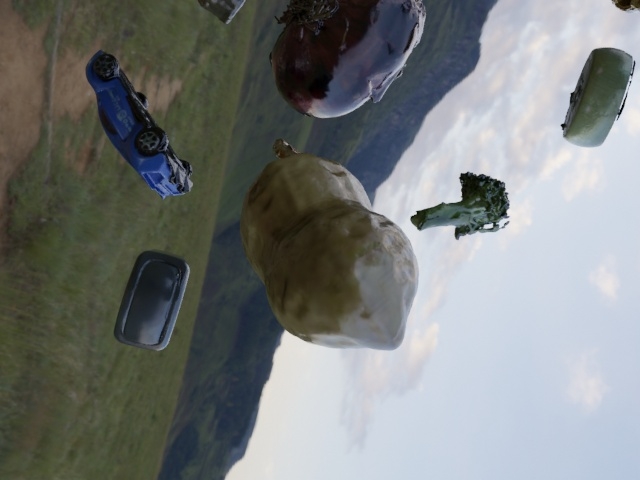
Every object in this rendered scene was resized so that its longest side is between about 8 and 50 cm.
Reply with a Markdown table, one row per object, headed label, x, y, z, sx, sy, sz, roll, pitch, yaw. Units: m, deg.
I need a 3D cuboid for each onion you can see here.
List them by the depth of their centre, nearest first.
| label | x | y | z | sx | sy | sz | roll | pitch | yaw |
| --- | --- | --- | --- | --- | --- | --- | --- | --- | --- |
| onion | 0.036 | -0.318 | 0.857 | 0.281 | 0.221 | 0.281 | -39 | 141 | -41 |

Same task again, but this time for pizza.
| label | x | y | z | sx | sy | sz | roll | pitch | yaw |
| --- | --- | --- | --- | --- | --- | --- | --- | --- | --- |
| pizza | -0.061 | -0.202 | 1.538 | 0.069 | 0.154 | 0.194 | -45 | -147 | 12 |

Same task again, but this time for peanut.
| label | x | y | z | sx | sy | sz | roll | pitch | yaw |
| --- | --- | --- | --- | --- | --- | --- | --- | --- | --- |
| peanut | 0.000 | 0.000 | 0.631 | 0.387 | 0.169 | 0.192 | -129 | -159 | -63 |

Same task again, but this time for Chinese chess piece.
| label | x | y | z | sx | sy | sz | roll | pitch | yaw |
| --- | --- | --- | --- | --- | --- | --- | --- | --- | --- |
| Chinese chess piece | 0.532 | -0.275 | 1.052 | 0.188 | 0.083 | 0.189 | 17 | 90 | -74 |

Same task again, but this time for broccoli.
| label | x | y | z | sx | sy | sz | roll | pitch | yaw |
| --- | --- | --- | --- | --- | --- | --- | --- | --- | --- |
| broccoli | 0.374 | -0.077 | 1.494 | 0.198 | 0.274 | 0.177 | 71 | -4 | -70 |

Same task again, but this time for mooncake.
| label | x | y | z | sx | sy | sz | roll | pitch | yaw |
| --- | --- | --- | --- | --- | --- | --- | --- | --- | --- |
| mooncake | -0.236 | -0.681 | 1.384 | 0.228 | 0.124 | 0.228 | -44 | -147 | 39 |

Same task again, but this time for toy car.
| label | x | y | z | sx | sy | sz | roll | pitch | yaw |
| --- | --- | --- | --- | --- | --- | --- | --- | --- | --- |
| toy car | -0.232 | -0.143 | 0.672 | 0.063 | 0.216 | 0.103 | -35 | 163 | -4 |

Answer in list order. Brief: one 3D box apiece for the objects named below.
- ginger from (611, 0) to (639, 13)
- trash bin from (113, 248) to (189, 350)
| label | x | y | z | sx | sy | sz | roll | pitch | yaw |
| --- | --- | --- | --- | --- | --- | --- | --- | --- | --- |
| ginger | 0.755 | -0.571 | 1.222 | 0.363 | 0.348 | 0.122 | 46 | -25 | 42 |
| trash bin | -0.322 | 0.106 | 1.052 | 0.236 | 0.101 | 0.177 | -169 | -86 | -76 |
